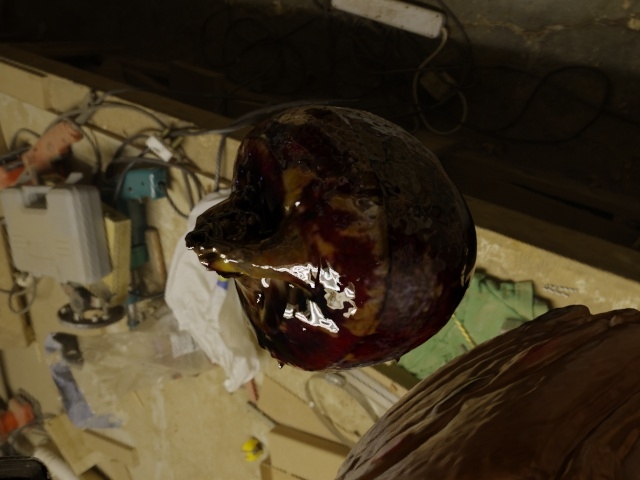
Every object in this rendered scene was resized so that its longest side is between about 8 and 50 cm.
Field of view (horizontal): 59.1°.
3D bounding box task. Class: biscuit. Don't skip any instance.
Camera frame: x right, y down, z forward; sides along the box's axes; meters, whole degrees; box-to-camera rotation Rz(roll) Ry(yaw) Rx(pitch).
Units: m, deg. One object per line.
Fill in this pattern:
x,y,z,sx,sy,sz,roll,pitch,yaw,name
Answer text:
0.146,0.166,0.513,0.350,0.455,0.078,-36,83,2,biscuit

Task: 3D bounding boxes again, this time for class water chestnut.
0.000,0.000,0.462,0.223,0.238,0.224,22,115,57,water chestnut

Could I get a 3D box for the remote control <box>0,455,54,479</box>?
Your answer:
-0.357,0.206,0.469,0.090,0.266,0.066,-29,52,38,remote control
